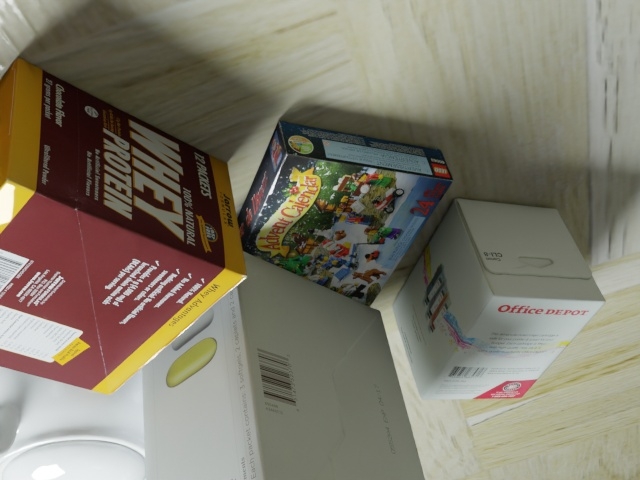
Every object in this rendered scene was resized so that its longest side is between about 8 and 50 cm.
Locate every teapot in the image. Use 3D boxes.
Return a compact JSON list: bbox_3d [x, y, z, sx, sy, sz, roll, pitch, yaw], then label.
[{"bbox_3d":[-0.246,0.181,0.782,0.255,0.187,0.253,6,136,-22],"label":"teapot"}]

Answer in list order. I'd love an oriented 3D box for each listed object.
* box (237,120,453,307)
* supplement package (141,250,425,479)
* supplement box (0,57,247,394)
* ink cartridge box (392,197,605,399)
[{"bbox_3d":[0.000,0.000,0.753,0.159,0.044,0.233,6,136,-23],"label":"box"},{"bbox_3d":[-0.034,0.175,0.706,0.204,0.262,0.145,26,127,-38],"label":"supplement package"},{"bbox_3d":[-0.198,0.002,0.629,0.194,0.129,0.191,26,126,-38],"label":"supplement box"},{"bbox_3d":[0.174,0.064,0.813,0.128,0.127,0.176,5,137,-20],"label":"ink cartridge box"}]
